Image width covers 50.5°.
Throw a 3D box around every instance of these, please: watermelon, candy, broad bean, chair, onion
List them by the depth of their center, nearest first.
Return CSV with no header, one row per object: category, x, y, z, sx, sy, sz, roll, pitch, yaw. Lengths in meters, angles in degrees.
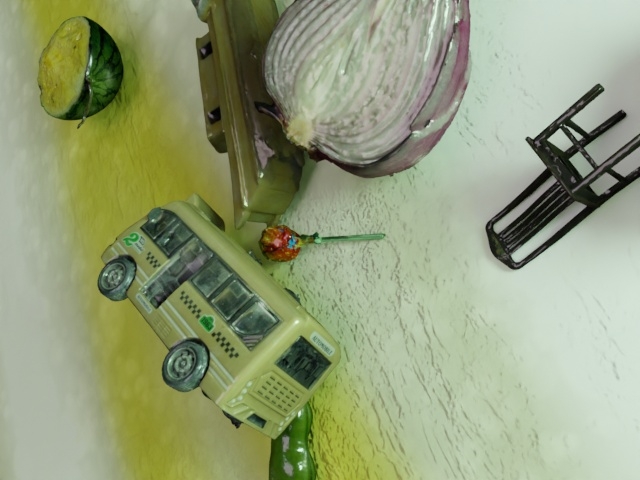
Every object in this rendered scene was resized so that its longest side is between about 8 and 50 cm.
chair,0.250,-0.056,0.738,0.212,0.101,0.084,-42,59,25
onion,0.098,-0.248,0.857,0.267,0.159,0.349,48,114,21
broad bean,-0.051,0.354,0.944,0.098,0.056,0.318,10,90,44
candy,0.000,0.000,0.972,0.201,0.060,0.061,-5,79,30
watermelon,-0.463,-0.330,1.345,0.232,0.127,0.204,25,98,41

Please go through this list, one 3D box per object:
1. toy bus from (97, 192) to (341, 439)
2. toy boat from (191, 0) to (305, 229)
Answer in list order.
toy bus,-0.150,0.096,0.969,0.202,0.177,0.365,-46,53,-5
toy boat,-0.127,-0.230,1.057,0.162,0.136,0.446,-26,68,39
